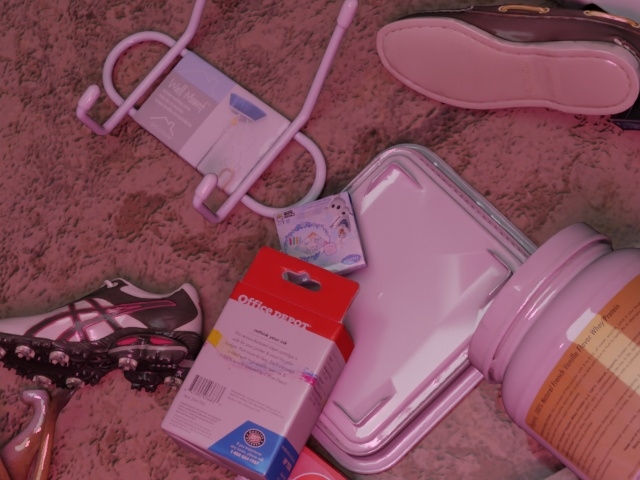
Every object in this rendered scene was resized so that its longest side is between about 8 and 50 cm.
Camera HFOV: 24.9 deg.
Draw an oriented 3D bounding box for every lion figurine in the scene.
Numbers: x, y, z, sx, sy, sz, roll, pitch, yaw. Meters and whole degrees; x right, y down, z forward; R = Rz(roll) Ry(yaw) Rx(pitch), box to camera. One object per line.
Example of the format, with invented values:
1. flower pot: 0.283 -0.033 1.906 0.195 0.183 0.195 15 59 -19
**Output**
1. lion figurine: -0.464 0.299 1.671 0.392 0.142 0.240 -8 78 8

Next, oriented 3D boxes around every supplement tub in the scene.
1. supplement tub: 0.327 0.150 1.460 0.316 0.228 0.228 41 86 22

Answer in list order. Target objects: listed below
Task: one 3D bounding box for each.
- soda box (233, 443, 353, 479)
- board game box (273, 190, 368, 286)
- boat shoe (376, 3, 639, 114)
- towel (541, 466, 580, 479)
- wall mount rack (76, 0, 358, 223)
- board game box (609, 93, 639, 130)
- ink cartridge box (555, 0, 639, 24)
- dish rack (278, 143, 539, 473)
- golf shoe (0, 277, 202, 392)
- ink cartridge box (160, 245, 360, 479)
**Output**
1. soda box: 0.033 0.315 1.562 0.263 0.083 0.092 36 84 22
2. board game box: 0.000 0.000 1.632 0.090 0.020 0.090 -17 69 10
3. boat shoe: 0.224 -0.220 1.676 0.324 0.116 0.097 10 43 29
4. towel: 0.225 0.424 1.446 0.248 0.038 0.325 -25 75 -13
5. wall mount rack: -0.115 -0.200 1.743 0.350 0.130 0.304 37 84 21
6. board game box: 0.390 -0.175 1.576 0.026 0.186 0.126 32 88 -13
7. ink cartridge box: 0.380 -0.394 1.713 0.261 0.066 0.296 33 83 -4
8. dish rack: 0.070 0.065 1.642 0.333 0.072 0.285 -45 68 -1
9. golf shoe: -0.269 0.109 1.713 0.273 0.105 0.120 2 57 9
10. ink cartridge box: -0.055 0.136 1.564 0.134 0.078 0.231 22 72 21
